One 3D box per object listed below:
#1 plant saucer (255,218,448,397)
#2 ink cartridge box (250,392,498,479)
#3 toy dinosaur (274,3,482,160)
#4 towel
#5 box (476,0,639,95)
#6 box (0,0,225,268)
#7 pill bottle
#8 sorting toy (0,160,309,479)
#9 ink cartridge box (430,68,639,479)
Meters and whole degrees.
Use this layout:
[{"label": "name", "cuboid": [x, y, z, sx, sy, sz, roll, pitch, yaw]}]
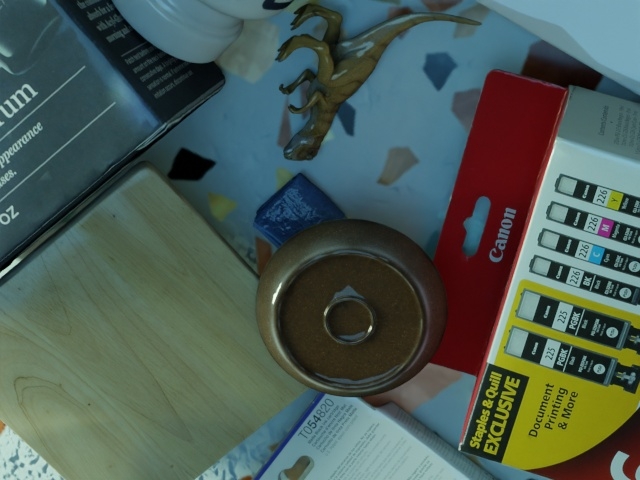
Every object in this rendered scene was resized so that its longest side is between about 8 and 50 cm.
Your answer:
[{"label": "plant saucer", "cuboid": [0.026, 0.065, 1.421, 0.168, 0.029, 0.168, 2, 110, 5]}, {"label": "ink cartridge box", "cuboid": [0.041, 0.266, 1.548, 0.224, 0.045, 0.223, 37, 108, -1]}, {"label": "toy dinosaur", "cuboid": [0.027, -0.161, 1.430, 0.112, 0.064, 0.211, 34, 119, -20]}, {"label": "towel", "cuboid": [0.000, 0.000, 1.488, 0.119, 0.029, 0.067, 45, 107, -4]}, {"label": "box", "cuboid": [0.208, -0.286, 1.354, 0.322, 0.058, 0.232, 29, 109, -1]}, {"label": "box", "cuboid": [-0.330, -0.181, 1.400, 0.293, 0.212, 0.395, -38, 95, 18]}, {"label": "pill bottle", "cuboid": [-0.050, -0.274, 1.322, 0.153, 0.153, 0.264, 44, 119, -4]}, {"label": "sorting toy", "cuboid": [-0.168, 0.087, 1.485, 0.255, 0.089, 0.257, -39, 111, 9]}, {"label": "ink cartridge box", "cuboid": [0.224, 0.043, 1.384, 0.271, 0.130, 0.309, 16, 118, 6]}]
